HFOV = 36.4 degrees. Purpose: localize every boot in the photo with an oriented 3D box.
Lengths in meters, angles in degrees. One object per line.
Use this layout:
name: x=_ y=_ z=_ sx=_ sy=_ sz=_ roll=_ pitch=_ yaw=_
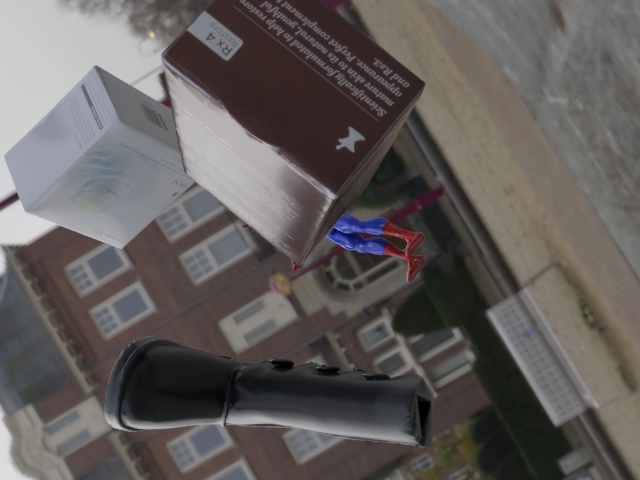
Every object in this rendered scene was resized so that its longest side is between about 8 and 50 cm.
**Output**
boot: x=-0.061 y=0.255 z=1.529 sx=0.367 sy=0.444 sz=0.146 roll=7 pitch=-88 yaw=-73

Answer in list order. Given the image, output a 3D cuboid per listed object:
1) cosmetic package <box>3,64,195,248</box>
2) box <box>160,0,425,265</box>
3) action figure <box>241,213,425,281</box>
cosmetic package: x=-0.348 y=-0.128 z=1.597 sx=0.224 sy=0.224 sz=0.138 roll=26 pitch=-151 yaw=-54
box: x=-0.038 y=-0.108 z=0.987 sx=0.191 sy=0.143 sz=0.381 roll=39 pitch=171 yaw=2
action figure: x=0.000 y=0.000 z=1.444 sx=0.280 sy=0.139 sz=0.092 roll=24 pitch=144 yaw=27
